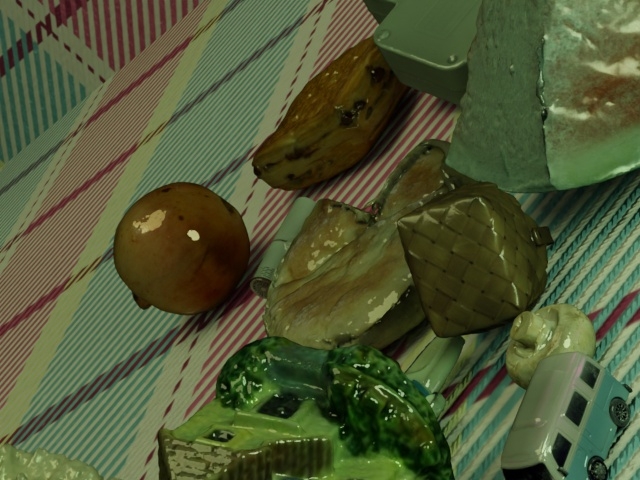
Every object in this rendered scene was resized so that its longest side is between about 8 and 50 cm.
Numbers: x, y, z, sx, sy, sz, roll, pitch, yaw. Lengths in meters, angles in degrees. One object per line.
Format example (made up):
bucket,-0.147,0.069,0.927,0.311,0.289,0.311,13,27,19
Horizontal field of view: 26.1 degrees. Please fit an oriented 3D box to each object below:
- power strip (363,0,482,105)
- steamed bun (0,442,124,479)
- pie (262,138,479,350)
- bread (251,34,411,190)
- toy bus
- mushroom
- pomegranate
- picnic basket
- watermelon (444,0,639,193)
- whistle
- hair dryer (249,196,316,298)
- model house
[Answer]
power strip,0.158,-0.319,1.785,0.261,0.141,0.229,28,73,44
steamed bun,-0.271,0.373,1.370,0.273,0.272,0.290,91,-160,-51
pie,0.054,0.027,1.558,0.337,0.075,0.337,-37,28,24
bread,0.025,-0.173,1.944,0.235,0.099,0.210,-29,24,50
toy bus,0.186,0.149,1.074,0.060,0.075,0.123,-20,33,49
mushroom,0.194,0.090,1.179,0.083,0.067,0.083,-42,26,26
pomegranate,-0.194,0.010,1.904,0.191,0.191,0.191,-39,22,19
picnic basket,0.153,0.014,1.313,0.128,0.137,0.178,-19,-3,27
watermelon,0.256,-0.203,1.315,0.387,0.258,0.228,-35,16,13
whistle,0.064,0.177,1.269,0.235,0.077,0.114,-51,16,-27
hair dryer,0.004,-0.006,1.769,0.183,0.044,0.155,-18,36,43
model house,-0.018,0.198,1.082,0.214,0.195,0.189,10,19,22
